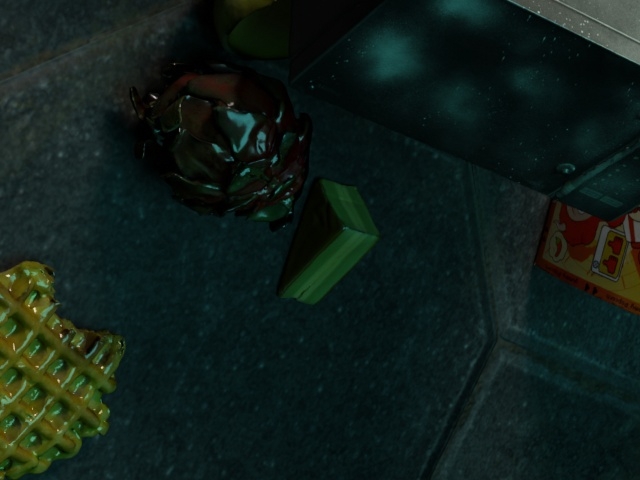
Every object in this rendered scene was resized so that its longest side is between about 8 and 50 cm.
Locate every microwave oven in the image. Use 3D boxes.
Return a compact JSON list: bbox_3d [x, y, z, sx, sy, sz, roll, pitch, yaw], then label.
[{"bbox_3d":[0.213,-0.268,1.638,0.432,0.236,0.374,21,55,-28],"label":"microwave oven"}]

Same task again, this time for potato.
[{"bbox_3d":[-0.011,-0.284,1.749,0.272,0.160,0.111,-13,75,-37],"label":"potato"}]

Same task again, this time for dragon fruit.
[{"bbox_3d":[-0.101,-0.107,1.720,0.182,0.182,0.189,-61,150,-1],"label":"dragon fruit"}]

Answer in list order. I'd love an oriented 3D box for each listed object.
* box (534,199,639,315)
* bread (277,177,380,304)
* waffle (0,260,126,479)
[{"bbox_3d":[0.468,-0.054,2.131,0.214,0.259,0.283,3,106,-37],"label":"box"},{"bbox_3d":[-0.003,0.004,1.945,0.074,0.084,0.139,11,132,-41],"label":"bread"},{"bbox_3d":[-0.332,0.146,1.718,0.291,0.051,0.291,-18,121,-32],"label":"waffle"}]
